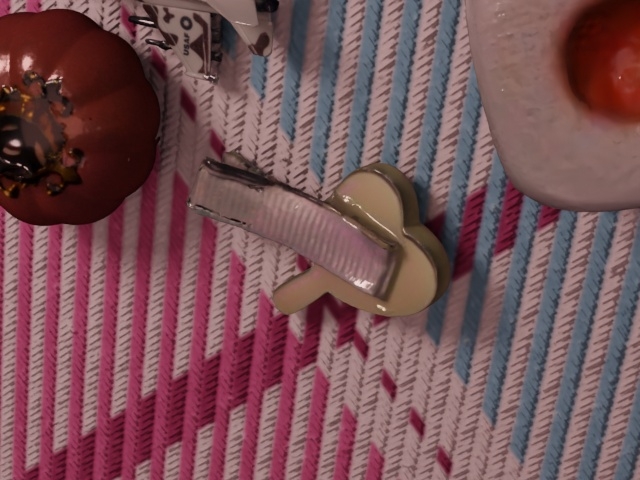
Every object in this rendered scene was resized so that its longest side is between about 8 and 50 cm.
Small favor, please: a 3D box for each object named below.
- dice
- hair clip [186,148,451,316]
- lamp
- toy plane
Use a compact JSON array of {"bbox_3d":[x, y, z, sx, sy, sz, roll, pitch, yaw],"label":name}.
[{"bbox_3d":[0.208,-0.135,0.795,0.193,0.192,0.194,-11,107,21],"label":"dice"},{"bbox_3d":[0.000,0.002,0.989,0.218,0.071,0.159,25,120,16],"label":"hair clip"},{"bbox_3d":[-0.220,-0.096,0.990,0.182,0.140,0.182,5,108,14],"label":"lamp"},{"bbox_3d":[-0.122,-0.206,0.957,0.234,0.082,0.160,21,126,27],"label":"toy plane"}]
